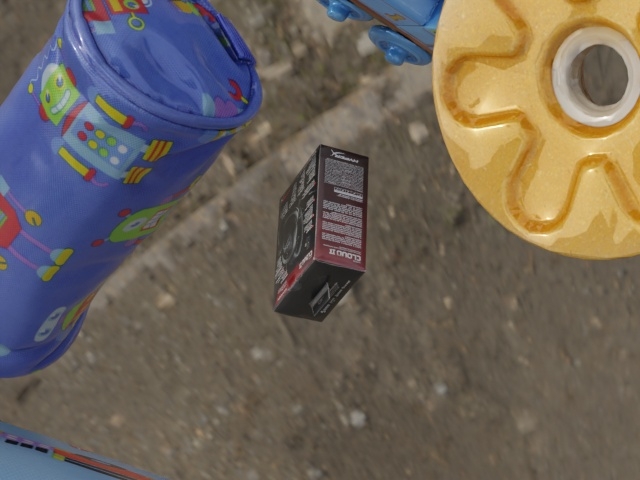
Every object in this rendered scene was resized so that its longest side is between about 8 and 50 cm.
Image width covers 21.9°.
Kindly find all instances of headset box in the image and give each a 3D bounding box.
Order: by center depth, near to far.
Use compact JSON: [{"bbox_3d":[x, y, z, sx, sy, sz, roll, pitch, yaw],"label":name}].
[{"bbox_3d":[0.000,0.000,0.904,0.032,0.062,0.083,13,56,-18],"label":"headset box"}]

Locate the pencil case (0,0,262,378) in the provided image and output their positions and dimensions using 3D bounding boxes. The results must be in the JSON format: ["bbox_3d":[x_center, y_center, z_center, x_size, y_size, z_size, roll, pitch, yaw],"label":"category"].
[{"bbox_3d":[-0.146,-0.033,1.002,0.133,0.306,0.119,-16,67,-41],"label":"pencil case"}]

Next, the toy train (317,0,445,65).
[{"bbox_3d":[0.040,-0.158,0.938,0.105,0.184,0.080,11,74,57],"label":"toy train"}]

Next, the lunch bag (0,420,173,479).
[{"bbox_3d":[-0.065,0.114,0.494,0.221,0.293,0.138,20,93,-6],"label":"lunch bag"}]

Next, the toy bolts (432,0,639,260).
[{"bbox_3d":[0.057,-0.105,0.390,0.228,0.158,0.218,-21,86,39],"label":"toy bolts"}]
